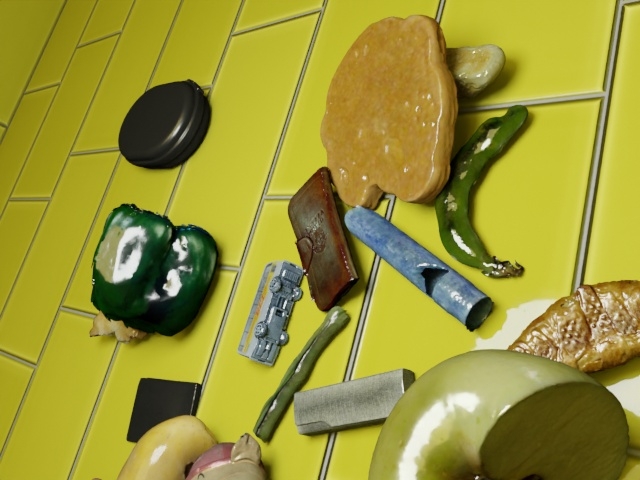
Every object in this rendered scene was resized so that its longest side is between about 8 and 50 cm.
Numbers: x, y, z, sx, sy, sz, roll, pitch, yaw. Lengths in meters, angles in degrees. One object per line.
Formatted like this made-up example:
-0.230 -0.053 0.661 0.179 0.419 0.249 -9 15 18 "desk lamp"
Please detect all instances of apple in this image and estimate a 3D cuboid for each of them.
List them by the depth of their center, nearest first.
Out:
0.185 0.271 0.623 0.233 0.257 0.295 5 68 41 "apple"

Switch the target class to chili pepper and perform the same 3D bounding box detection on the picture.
-0.356 0.062 1.185 0.233 0.248 0.257 -11 61 61 "chili pepper"

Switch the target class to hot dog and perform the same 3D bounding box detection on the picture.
0.220 -0.297 1.006 0.242 0.073 0.084 15 74 45 "hot dog"

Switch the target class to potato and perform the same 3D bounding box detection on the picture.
-0.274 0.417 0.976 0.145 0.150 0.234 17 70 15 "potato"

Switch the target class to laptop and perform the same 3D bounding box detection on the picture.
-0.324 0.354 1.154 0.197 0.016 0.135 -6 66 38 "laptop"

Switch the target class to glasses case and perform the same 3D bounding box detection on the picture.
0.051 0.255 0.881 0.204 0.047 0.071 -20 58 29 "glasses case"

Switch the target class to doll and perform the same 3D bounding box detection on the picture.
-0.139 0.442 0.870 0.196 0.152 0.256 -37 44 1 "doll"

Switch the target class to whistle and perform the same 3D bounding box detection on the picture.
0.147 0.032 0.909 0.062 0.062 0.304 -52 47 5 "whistle"

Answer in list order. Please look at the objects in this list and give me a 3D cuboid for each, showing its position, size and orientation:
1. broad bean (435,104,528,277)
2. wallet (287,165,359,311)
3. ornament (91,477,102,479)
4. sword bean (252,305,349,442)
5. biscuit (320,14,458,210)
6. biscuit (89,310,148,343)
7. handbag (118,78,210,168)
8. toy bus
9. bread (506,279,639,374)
0.253 -0.079 0.891 0.143 0.049 0.292 -1 70 31 "broad bean"
0.000 0.000 1.030 0.137 0.031 0.256 -47 46 39 "wallet"
-0.453 0.562 1.025 0.217 0.221 0.236 -9 84 40 "ornament"
-0.036 0.227 0.972 0.043 0.038 0.269 35 92 31 "sword bean"
0.114 -0.212 0.998 0.312 0.057 0.352 -30 63 48 "biscuit"
-0.454 0.183 1.312 0.182 0.061 0.118 0 67 36 "biscuit"
-0.418 -0.310 1.509 0.307 0.093 0.254 5 70 40 "handbag"
-0.092 0.133 1.049 0.075 0.064 0.191 -3 66 51 "toy bus"
0.339 0.111 0.704 0.232 0.076 0.105 -27 65 17 "bread"
